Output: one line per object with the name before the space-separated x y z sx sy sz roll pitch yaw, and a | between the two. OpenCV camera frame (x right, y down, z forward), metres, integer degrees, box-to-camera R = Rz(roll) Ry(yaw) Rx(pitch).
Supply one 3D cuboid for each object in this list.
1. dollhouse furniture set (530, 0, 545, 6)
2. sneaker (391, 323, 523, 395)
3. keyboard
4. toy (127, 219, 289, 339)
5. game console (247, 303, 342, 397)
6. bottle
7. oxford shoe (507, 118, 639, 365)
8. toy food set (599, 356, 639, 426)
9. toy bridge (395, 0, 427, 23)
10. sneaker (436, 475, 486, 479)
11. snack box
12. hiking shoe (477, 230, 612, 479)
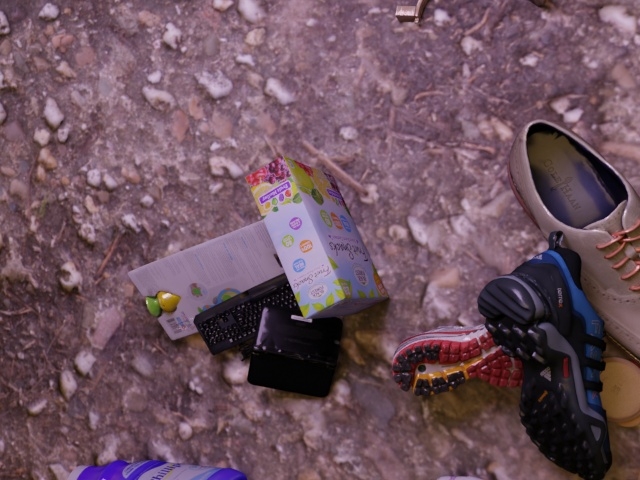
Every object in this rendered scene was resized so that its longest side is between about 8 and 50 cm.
dollhouse furniture set | 0.305 -0.424 0.858 0.101 0.161 0.182 45 102 19
sneaker | 0.203 0.139 0.882 0.225 0.093 0.088 -5 101 3
keyboard | -0.092 0.122 1.002 0.192 0.038 0.100 -26 105 15
toy | -0.156 0.056 1.030 0.237 0.056 0.137 -21 114 12
game console | -0.037 0.161 0.981 0.122 0.071 0.107 11 66 -3
bottle | -0.253 0.386 1.015 0.282 0.118 0.092 -1 94 22
oxford shoe | 0.353 0.021 0.802 0.140 0.146 0.397 -41 73 11
toy food set | 0.372 0.187 0.846 0.083 0.020 0.083 19 91 22
toy bridge | 0.155 -0.409 0.987 0.063 0.026 0.188 8 88 20
sneaker | 0.178 0.453 0.859 0.152 0.114 0.305 9 80 29
snack box | 0.000 0.000 0.926 0.070 0.174 0.207 -28 76 20
hiking shoe | 0.299 0.150 0.792 0.132 0.113 0.304 -34 113 -23
